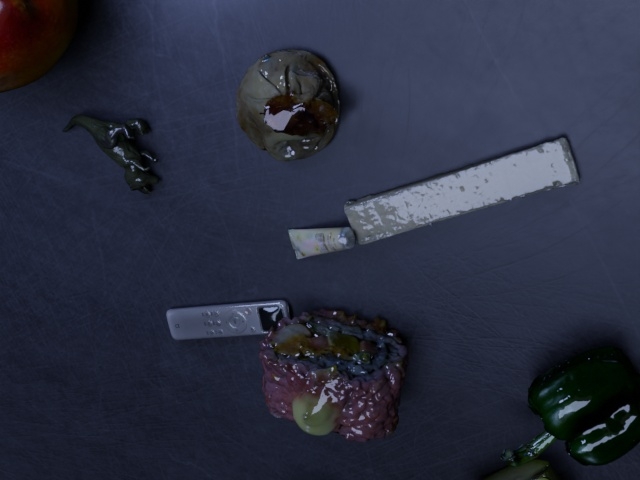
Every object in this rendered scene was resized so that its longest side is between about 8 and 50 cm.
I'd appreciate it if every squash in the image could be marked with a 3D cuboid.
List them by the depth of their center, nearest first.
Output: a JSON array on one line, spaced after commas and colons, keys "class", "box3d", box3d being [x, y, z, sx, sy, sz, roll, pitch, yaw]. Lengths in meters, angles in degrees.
[{"class": "squash", "box3d": [0.377, 0.461, 1.601, 0.192, 0.085, 0.184, -25, 129, 31]}]

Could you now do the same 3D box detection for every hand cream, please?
[{"class": "hand cream", "box3d": [0.000, 0.000, 1.566, 0.143, 0.039, 0.061, -8, 109, 39]}]

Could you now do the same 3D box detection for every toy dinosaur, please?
[{"class": "toy dinosaur", "box3d": [-0.399, -0.156, 1.624, 0.179, 0.087, 0.187, -19, 100, 22]}]

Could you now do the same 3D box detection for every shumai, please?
[{"class": "shumai", "box3d": [-0.060, -0.218, 1.475, 0.201, 0.120, 0.201, 5, 111, 13]}]

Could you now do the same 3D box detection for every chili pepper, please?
[{"class": "chili pepper", "box3d": [0.421, 0.293, 1.471, 0.261, 0.165, 0.174, -37, 112, 22]}]

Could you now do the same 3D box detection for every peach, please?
[{"class": "peach", "box3d": [-0.566, -0.390, 1.476, 0.332, 0.308, 0.307, 7, 114, 48]}]

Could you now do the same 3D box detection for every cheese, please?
[{"class": "cheese", "box3d": [0.230, -0.080, 1.474, 0.400, 0.034, 0.085, -15, 103, 22]}]

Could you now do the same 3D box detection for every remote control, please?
[{"class": "remote control", "box3d": [-0.180, 0.157, 1.691, 0.261, 0.029, 0.067, -6, 106, 20]}]

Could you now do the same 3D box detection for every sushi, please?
[{"class": "sushi", "box3d": [0.017, 0.249, 1.553, 0.270, 0.236, 0.170, 13, 120, 9]}]
